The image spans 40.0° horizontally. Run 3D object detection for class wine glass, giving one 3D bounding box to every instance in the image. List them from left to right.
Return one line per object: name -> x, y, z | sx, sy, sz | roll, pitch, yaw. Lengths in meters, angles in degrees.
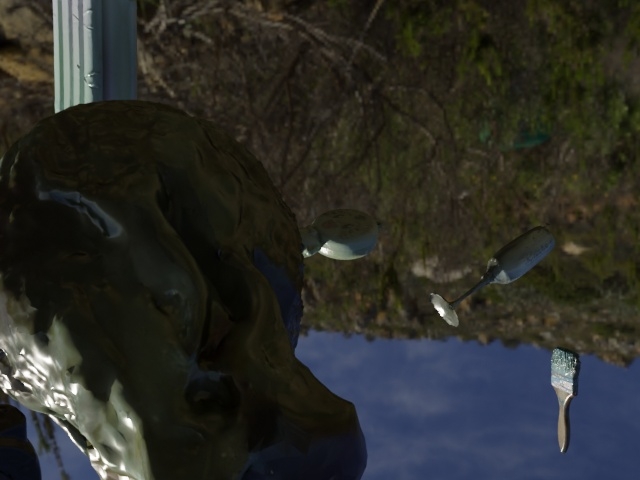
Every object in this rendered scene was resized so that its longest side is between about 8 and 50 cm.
wine glass -> 0.313, 0.054, 1.550 | 0.262, 0.074, 0.074 | -33, -149, -20

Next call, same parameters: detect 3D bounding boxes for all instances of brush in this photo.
brush -> 0.433, 0.286, 1.554 | 0.021, 0.196, 0.070 | -8, -168, -23

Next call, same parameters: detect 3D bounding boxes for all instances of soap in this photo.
soap -> -0.391, -0.338, 1.525 | 0.095, 0.289, 0.173 | -8, -163, -37

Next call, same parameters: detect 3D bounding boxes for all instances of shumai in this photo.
shumai -> -0.087, 0.042, 0.514 | 0.222, 0.271, 0.204 | -40, -168, -13

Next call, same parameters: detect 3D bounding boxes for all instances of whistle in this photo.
whistle -> 0.000, 0.000, 1.605 | 0.258, 0.067, 0.126 | -11, -149, -22

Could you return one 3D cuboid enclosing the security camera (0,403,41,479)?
security camera -> -0.505, 0.280, 1.101 | 0.277, 0.191, 0.197 | 20, -152, 32
